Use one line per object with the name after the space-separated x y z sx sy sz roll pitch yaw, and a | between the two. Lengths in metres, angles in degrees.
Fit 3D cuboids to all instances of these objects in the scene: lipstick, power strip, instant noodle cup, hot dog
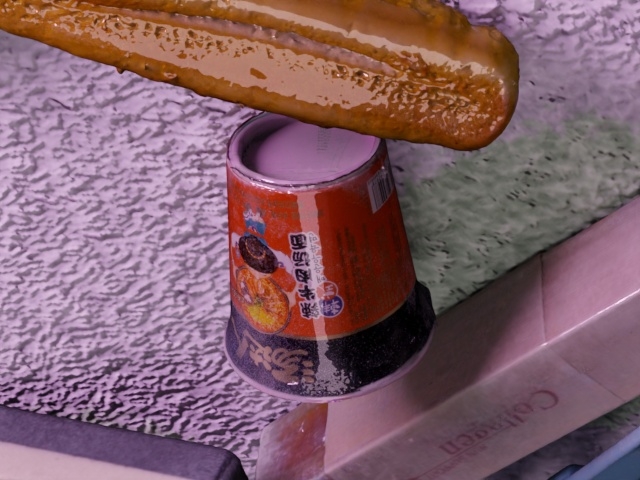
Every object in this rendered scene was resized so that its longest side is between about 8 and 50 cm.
0.112 0.082 1.035 0.076 0.080 0.371 37 127 -27 | lipstick
-0.161 0.171 1.105 0.256 0.070 0.105 8 137 28 | power strip
-0.002 0.001 0.945 0.127 0.127 0.136 -2 126 7 | instant noodle cup
-0.035 -0.111 0.868 0.285 0.061 0.088 16 133 -13 | hot dog

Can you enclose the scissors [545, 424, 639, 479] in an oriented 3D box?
0.177 0.172 1.092 0.180 0.032 0.393 13 147 -15 | scissors
